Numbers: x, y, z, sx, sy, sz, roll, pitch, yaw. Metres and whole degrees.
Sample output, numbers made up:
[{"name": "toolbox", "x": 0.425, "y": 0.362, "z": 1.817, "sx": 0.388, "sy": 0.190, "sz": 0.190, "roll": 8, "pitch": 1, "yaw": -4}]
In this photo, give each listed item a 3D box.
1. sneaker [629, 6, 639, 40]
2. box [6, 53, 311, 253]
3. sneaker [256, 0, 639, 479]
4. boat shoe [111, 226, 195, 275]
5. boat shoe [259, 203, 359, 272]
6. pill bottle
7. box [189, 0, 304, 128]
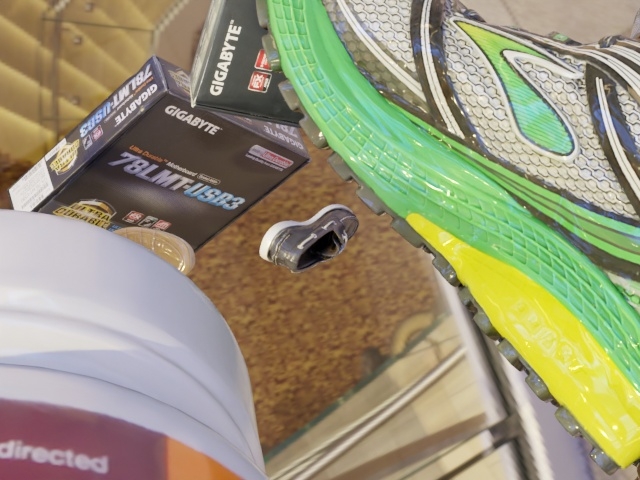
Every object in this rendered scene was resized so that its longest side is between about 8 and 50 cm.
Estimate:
[{"name": "sneaker", "x": 0.227, "y": -0.105, "z": 1.033, "sx": 0.153, "sy": 0.268, "sz": 0.101, "roll": -14, "pitch": 124, "yaw": 19}, {"name": "box", "x": -0.212, "y": -0.089, "z": 1.765, "sx": 0.293, "sy": 0.295, "sz": 0.073, "roll": -36, "pitch": 57, "yaw": 24}, {"name": "sneaker", "x": 0.101, "y": -0.045, "z": 0.586, "sx": 0.146, "sy": 0.134, "sz": 0.343, "roll": -47, "pitch": 64, "yaw": 12}, {"name": "boat shoe", "x": -0.198, "y": 0.016, "z": 1.379, "sx": 0.170, "sy": 0.059, "sz": 0.063, "roll": 1, "pitch": 94, "yaw": 27}, {"name": "boat shoe", "x": 0.000, "y": 0.000, "z": 1.103, "sx": 0.038, "sy": 0.125, "sz": 0.046, "roll": 31, "pitch": 112, "yaw": 26}, {"name": "pill bottle", "x": -0.096, "y": 0.175, "z": 0.342, "sx": 0.224, "sy": 0.392, "sz": 0.224, "roll": -4, "pitch": 125, "yaw": -5}, {"name": "box", "x": 0.004, "y": -0.194, "z": 1.070, "sx": 0.051, "sy": 0.175, "sz": 0.220, "roll": -102, "pitch": 28, "yaw": -50}]
